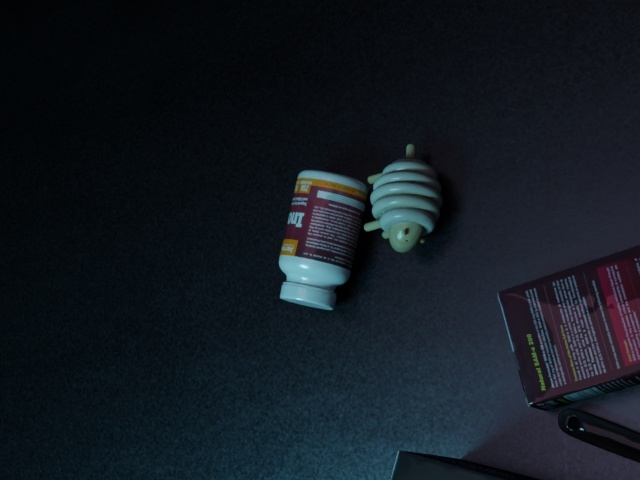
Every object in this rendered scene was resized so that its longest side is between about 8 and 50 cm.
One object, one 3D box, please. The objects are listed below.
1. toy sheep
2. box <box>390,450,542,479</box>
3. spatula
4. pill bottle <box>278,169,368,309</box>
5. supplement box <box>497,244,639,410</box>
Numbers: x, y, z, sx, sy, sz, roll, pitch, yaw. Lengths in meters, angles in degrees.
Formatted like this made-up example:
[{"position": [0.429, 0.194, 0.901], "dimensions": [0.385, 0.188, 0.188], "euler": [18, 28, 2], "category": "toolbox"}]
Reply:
[{"position": [0.097, -0.049, 1.485], "dimensions": [0.091, 0.091, 0.132], "euler": [-7, 71, 24], "category": "toy sheep"}, {"position": [0.214, 0.290, 1.293], "dimensions": [0.261, 0.184, 0.103], "euler": [11, 81, 27], "category": "box"}, {"position": [0.377, 0.232, 1.313], "dimensions": [0.296, 0.030, 0.084], "euler": [19, 92, 28], "category": "spatula"}, {"position": [0.000, 0.000, 1.517], "dimensions": [0.086, 0.086, 0.152], "euler": [9, 82, 27], "category": "pill bottle"}, {"position": [0.318, 0.082, 1.352], "dimensions": [0.239, 0.073, 0.130], "euler": [-19, 70, 20], "category": "supplement box"}]
